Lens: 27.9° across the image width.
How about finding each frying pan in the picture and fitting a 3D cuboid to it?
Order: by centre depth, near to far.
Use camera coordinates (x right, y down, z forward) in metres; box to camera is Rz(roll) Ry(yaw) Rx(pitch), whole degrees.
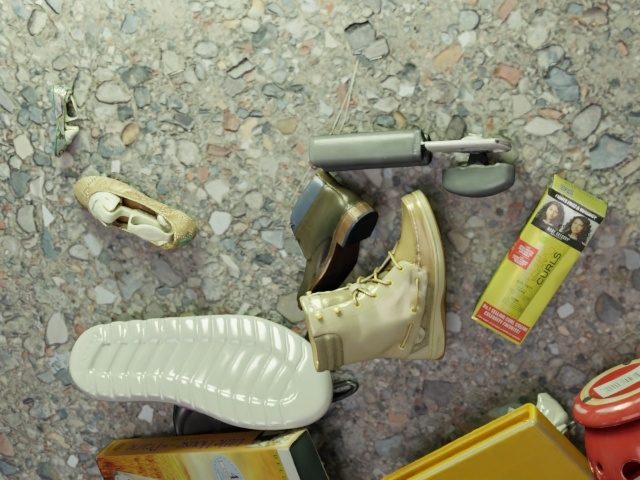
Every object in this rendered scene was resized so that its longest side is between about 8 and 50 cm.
[{"bbox_3d":[-0.091,0.309,2.035,0.326,0.053,0.197,1,113,21],"label":"frying pan"}]

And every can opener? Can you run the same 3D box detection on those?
[{"bbox_3d":[0.125,-0.103,1.764,0.283,0.076,0.095,-3,84,19],"label":"can opener"}]

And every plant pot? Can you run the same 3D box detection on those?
[{"bbox_3d":[0.450,0.266,1.761,0.191,0.191,0.174,-21,101,24],"label":"plant pot"}]

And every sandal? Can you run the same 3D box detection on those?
[{"bbox_3d":[-0.177,0.197,1.975,0.416,0.102,0.169,8,72,12],"label":"sandal"}]

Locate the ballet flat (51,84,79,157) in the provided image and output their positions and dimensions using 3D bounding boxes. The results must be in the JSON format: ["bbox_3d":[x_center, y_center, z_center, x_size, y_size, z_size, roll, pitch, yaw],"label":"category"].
[{"bbox_3d":[-0.382,-0.177,1.930,0.041,0.041,0.114,9,115,14],"label":"ballet flat"}]

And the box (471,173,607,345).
[{"bbox_3d":[0.301,0.029,1.783,0.087,0.058,0.232,31,118,3],"label":"box"}]

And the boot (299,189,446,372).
[{"bbox_3d":[0.071,0.063,1.815,0.203,0.095,0.262,-7,118,-5],"label":"boot"}]

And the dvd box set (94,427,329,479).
[{"bbox_3d":[-0.142,0.450,2.038,0.420,0.062,0.308,-9,110,37],"label":"dvd box set"}]

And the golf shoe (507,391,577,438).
[{"bbox_3d":[0.293,0.290,1.903,0.176,0.069,0.086,-39,72,27],"label":"golf shoe"}]

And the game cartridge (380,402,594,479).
[{"bbox_3d":[0.291,0.402,1.899,0.285,0.053,0.323,-32,119,26],"label":"game cartridge"}]

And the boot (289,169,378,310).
[{"bbox_3d":[0.000,0.000,1.876,0.106,0.082,0.219,48,129,22],"label":"boot"}]

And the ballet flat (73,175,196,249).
[{"bbox_3d":[-0.288,-0.041,1.938,0.206,0.067,0.073,18,117,10],"label":"ballet flat"}]
